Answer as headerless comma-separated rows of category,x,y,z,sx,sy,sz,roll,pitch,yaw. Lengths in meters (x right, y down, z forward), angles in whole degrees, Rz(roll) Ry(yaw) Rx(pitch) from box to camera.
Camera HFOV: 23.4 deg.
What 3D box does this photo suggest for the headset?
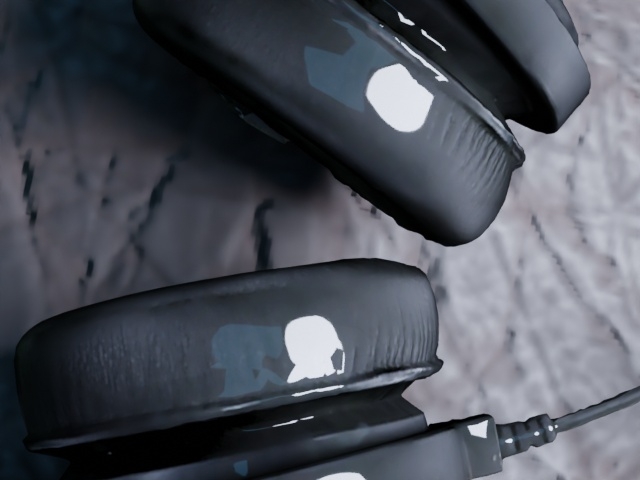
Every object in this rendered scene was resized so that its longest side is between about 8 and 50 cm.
headset,0.000,0.000,0.477,0.394,0.185,0.243,16,87,6
